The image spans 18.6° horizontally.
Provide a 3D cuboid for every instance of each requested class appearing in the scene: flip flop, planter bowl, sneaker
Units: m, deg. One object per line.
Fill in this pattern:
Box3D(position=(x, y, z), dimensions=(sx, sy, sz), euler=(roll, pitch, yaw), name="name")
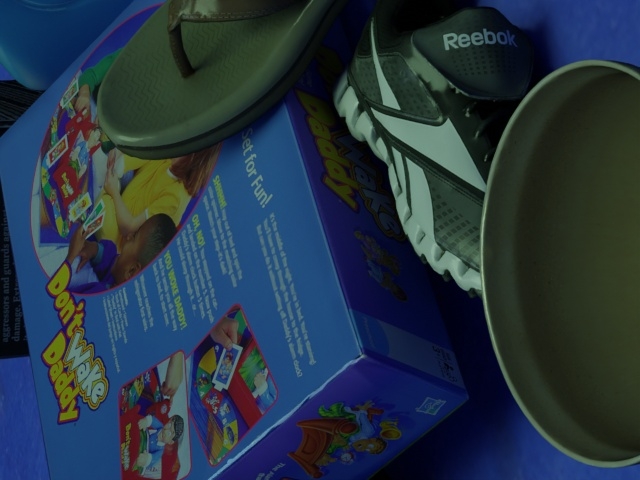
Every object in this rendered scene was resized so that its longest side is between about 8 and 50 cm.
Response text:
Box3D(position=(-0.021, -0.153, 1.021), dimensions=(0.277, 0.080, 0.112), euler=(-39, 45, 19), name="flip flop")
Box3D(position=(0.153, 0.008, 0.798), dimensions=(0.162, 0.109, 0.162), euler=(6, 97, 62), name="planter bowl")
Box3D(position=(0.075, -0.058, 0.975), dimensions=(0.234, 0.078, 0.106), euler=(-122, 37, -46), name="sneaker")

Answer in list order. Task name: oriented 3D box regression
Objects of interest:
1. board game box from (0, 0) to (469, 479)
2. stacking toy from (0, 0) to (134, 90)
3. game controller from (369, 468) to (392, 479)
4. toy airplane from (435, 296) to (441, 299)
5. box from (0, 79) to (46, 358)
Box3D(position=(-0.067, 0.009, 1.104), dimensions=(0.233, 0.078, 0.347), euler=(-41, 44, 27), name="board game box")
Box3D(position=(-0.207, -0.245, 1.444), dimensions=(0.175, 0.166, 0.302), euler=(50, -177, -20), name="stacking toy")
Box3D(position=(-0.076, 0.244, 1.102), dimensions=(0.319, 0.067, 0.166), euler=(-41, 52, 2), name="game controller")
Box3D(position=(0.026, -0.004, 1.098), dimensions=(0.151, 0.028, 0.151), euler=(-21, 58, 39), name="toy airplane")
Box3D(position=(-0.305, -0.020, 1.466), dimensions=(0.296, 0.294, 0.182), euler=(19, 109, 61), name="box")
